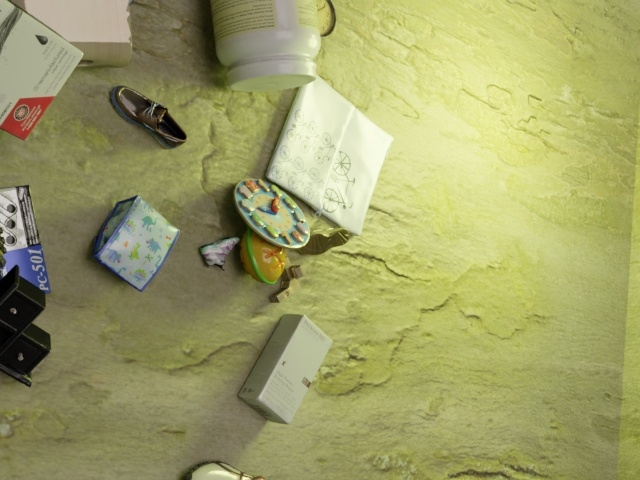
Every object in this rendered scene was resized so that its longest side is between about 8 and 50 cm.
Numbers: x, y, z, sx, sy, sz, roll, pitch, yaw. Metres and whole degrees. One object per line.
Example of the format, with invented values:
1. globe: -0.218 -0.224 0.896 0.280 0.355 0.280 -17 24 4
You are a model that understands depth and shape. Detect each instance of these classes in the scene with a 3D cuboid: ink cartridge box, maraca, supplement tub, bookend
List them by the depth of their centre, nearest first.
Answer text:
1. ink cartridge box: -0.576 -0.322 1.418 0.197 0.114 0.273 -55 147 2
2. bookend: -0.533 0.154 1.494 0.156 0.072 0.157 -44 121 6
3. ink cartridge box: -0.570 0.006 1.542 0.097 0.046 0.207 -13 95 -40
4. supplement tub: -0.124 -0.508 1.850 0.235 0.235 0.325 -7 91 -41
5. maraca: -0.134 0.011 1.892 0.127 0.099 0.186 32 43 -64

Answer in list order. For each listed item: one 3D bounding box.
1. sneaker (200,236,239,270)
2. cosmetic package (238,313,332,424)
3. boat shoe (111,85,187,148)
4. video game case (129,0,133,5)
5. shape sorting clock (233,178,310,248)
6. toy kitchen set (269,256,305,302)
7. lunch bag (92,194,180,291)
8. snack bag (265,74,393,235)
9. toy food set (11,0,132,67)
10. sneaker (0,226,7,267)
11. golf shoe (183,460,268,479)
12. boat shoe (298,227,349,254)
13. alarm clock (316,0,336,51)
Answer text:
1. sneaker: -0.217 0.033 1.857 0.098 0.038 0.069 -20 101 -31
2. cosmetic package: -0.077 0.293 1.924 0.117 0.085 0.231 45 61 -30
3. boat shoe: -0.350 -0.264 1.744 0.183 0.066 0.066 37 63 -33
4. video game case: -0.484 -0.578 1.683 0.274 0.026 0.196 42 61 -30
5. shape sorting clock: -0.107 -0.064 1.888 0.206 0.040 0.206 28 31 -18
6. toy kitchen set: -0.083 0.091 1.945 0.075 0.068 0.083 -33 107 -38
7. lunch bag: -0.376 0.009 1.679 0.129 0.096 0.151 42 51 -31
8. snack bag: 0.036 -0.210 2.097 0.342 0.037 0.323 35 64 -34
9. toy food set: -0.490 -0.488 1.611 0.219 0.092 0.306 -6 95 -26
10. sneaker: -0.651 -0.098 1.424 0.146 0.134 0.344 -14 78 1
11. golf shoe: -0.170 0.542 1.799 0.272 0.120 0.105 21 74 -37
12. boat shoe: 0.000 -0.002 2.049 0.153 0.048 0.056 -19 111 -34
13. alarm clock: -0.021 -0.571 2.060 0.129 0.064 0.192 29 70 -36
